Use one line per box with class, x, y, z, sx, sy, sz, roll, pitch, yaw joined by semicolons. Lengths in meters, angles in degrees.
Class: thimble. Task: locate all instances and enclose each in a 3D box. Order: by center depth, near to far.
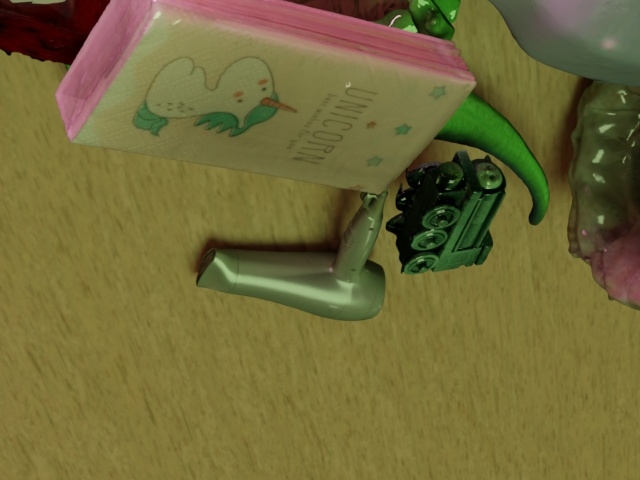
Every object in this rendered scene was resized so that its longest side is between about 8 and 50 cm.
thimble;0.397;-0.061;1.666;0.195;0.291;0.291;-3;134;-23

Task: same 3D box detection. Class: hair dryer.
hair dryer;0.000;0.000;1.699;0.206;0.075;0.237;10;145;-22

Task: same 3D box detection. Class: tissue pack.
tissue pack;-0.044;-0.131;1.387;0.325;0.071;0.170;8;137;-33

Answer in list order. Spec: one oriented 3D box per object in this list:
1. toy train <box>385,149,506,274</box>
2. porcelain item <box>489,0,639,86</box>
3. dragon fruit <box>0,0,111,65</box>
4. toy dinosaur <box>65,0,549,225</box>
toy train;0.131;-0.027;1.620;0.111;0.071;0.170;-10;151;-19
porcelain item;0.282;-0.260;1.456;0.405;0.242;0.178;14;149;-24
dragon fruit;-0.252;-0.263;1.314;0.344;0.100;0.282;13;113;-14
toy dinosaur;0.000;-0.100;1.583;0.374;0.144;0.500;-23;132;9
